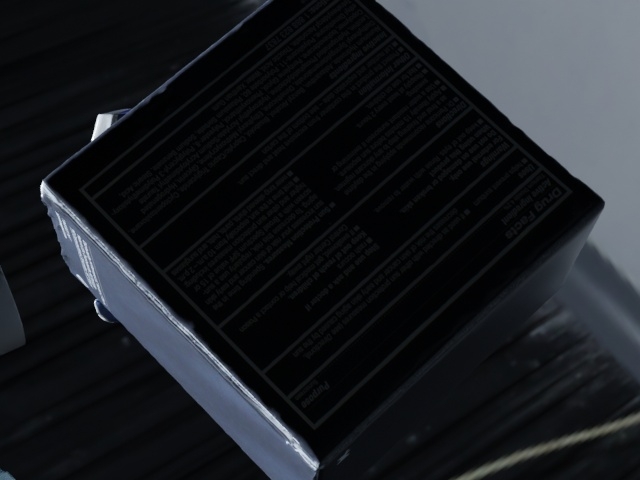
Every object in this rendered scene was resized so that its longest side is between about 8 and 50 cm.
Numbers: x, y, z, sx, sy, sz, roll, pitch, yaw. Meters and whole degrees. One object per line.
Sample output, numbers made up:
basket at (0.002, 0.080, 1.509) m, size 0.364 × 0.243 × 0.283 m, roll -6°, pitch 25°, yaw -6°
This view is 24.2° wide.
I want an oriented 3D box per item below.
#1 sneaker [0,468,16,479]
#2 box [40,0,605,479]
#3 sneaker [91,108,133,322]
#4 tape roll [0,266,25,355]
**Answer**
sneaker at (-0.276, 0.261, 1.294) m, size 0.208 × 0.127 × 0.319 m, roll 57°, pitch 146°, yaw 1°
box at (0.000, 0.000, 1.146) m, size 0.294 × 0.296 × 0.182 m, roll 44°, pitch 163°, yaw 16°
sneaker at (-0.218, -0.032, 2.104) m, size 0.182 × 0.127 × 0.315 m, roll 5°, pitch 106°, yaw 16°
tape roll at (-0.422, 0.037, 1.748) m, size 0.219 × 0.072 × 0.219 m, roll 54°, pitch 159°, yaw 31°
